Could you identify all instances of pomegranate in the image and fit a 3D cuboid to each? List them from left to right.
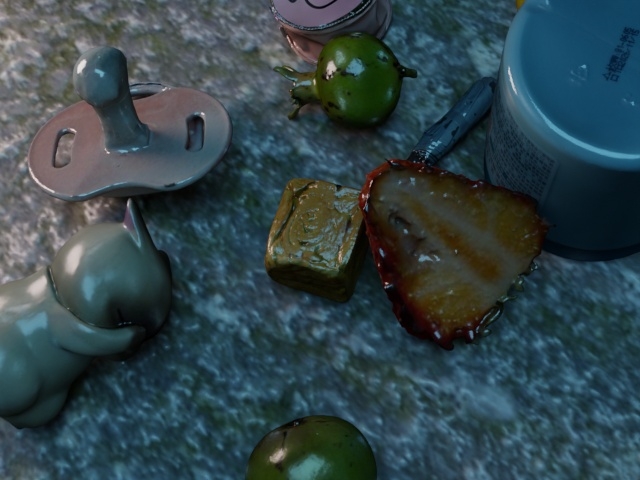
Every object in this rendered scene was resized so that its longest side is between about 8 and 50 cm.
[{"bbox_3d":[0.004,0.339,1.329,0.210,0.179,0.179,45,78,-2],"label":"pomegranate"},{"bbox_3d":[0.036,-0.257,1.574,0.220,0.156,0.156,-1,65,38],"label":"pomegranate"}]

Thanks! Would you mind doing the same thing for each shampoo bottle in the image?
[{"bbox_3d":[0.410,-0.180,1.390,0.331,0.343,0.331,-2,69,5],"label":"shampoo bottle"}]

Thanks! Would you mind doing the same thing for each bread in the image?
[{"bbox_3d":[0.000,0.000,1.468,0.149,0.143,0.158,11,67,9],"label":"bread"}]

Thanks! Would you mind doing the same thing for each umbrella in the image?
[{"bbox_3d":[0.202,-0.175,1.561,0.053,0.052,0.250,42,77,17],"label":"umbrella"}]

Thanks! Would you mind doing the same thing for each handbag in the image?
[{"bbox_3d":[0.019,-0.401,1.630,0.205,0.116,0.179,-42,70,-9],"label":"handbag"}]

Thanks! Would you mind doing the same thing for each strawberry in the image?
[{"bbox_3d":[0.166,0.015,1.417,0.280,0.150,0.253,16,102,-11],"label":"strawberry"}]

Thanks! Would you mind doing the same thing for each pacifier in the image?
[{"bbox_3d":[-0.307,-0.172,1.525,0.332,0.273,0.220,-6,85,3],"label":"pacifier"}]

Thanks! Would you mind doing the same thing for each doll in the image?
[{"bbox_3d":[-0.381,0.125,1.417,0.370,0.215,0.226,-29,53,-4],"label":"doll"}]

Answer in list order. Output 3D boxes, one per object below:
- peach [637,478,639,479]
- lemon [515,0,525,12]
[{"bbox_3d":[0.457,0.367,1.265,0.192,0.190,0.190,28,74,19],"label":"peach"},{"bbox_3d":[0.406,-0.397,1.563,0.173,0.173,0.206,-34,72,-8],"label":"lemon"}]
